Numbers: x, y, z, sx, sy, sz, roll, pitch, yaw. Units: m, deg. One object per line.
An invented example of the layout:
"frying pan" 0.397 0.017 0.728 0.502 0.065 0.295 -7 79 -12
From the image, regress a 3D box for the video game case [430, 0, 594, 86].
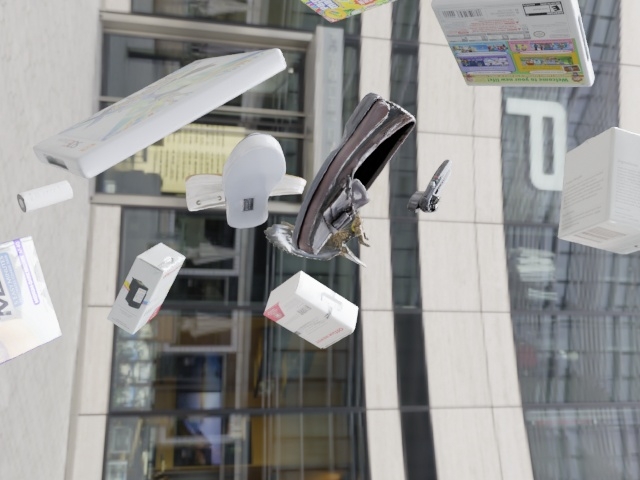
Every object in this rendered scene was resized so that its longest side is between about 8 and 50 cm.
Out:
"video game case" 0.299 -0.308 0.983 0.193 0.212 0.023 45 63 -48

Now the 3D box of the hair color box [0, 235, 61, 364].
"hair color box" -0.578 0.124 0.959 0.339 0.110 0.185 -29 108 -59

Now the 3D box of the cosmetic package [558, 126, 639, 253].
"cosmetic package" 0.559 -0.089 1.192 0.151 0.151 0.184 139 -37 -73

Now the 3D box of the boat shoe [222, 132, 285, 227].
"boat shoe" -0.115 -0.105 0.986 0.258 0.095 0.084 124 -41 -62

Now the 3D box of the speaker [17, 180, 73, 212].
"speaker" -0.759 -0.123 1.755 0.055 0.136 0.055 25 -53 38

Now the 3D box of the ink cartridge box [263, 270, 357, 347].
"ink cartridge box" -0.025 0.203 1.819 0.158 0.218 0.092 -36 -153 41

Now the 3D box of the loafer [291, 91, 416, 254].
"loafer" 0.057 -0.105 1.041 0.303 0.095 0.109 -62 163 -14

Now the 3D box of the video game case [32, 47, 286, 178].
"video game case" -0.255 -0.200 0.965 0.300 0.329 0.036 17 -43 55

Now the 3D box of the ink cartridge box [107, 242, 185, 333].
"ink cartridge box" -0.394 0.106 1.444 0.175 0.072 0.127 -60 178 17

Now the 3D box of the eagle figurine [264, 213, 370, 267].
"eagle figurine" -0.002 -0.009 2.022 0.225 0.298 0.226 -102 172 -46

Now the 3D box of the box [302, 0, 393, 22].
"box" 0.071 -0.635 1.360 0.290 0.279 0.177 1 80 -63

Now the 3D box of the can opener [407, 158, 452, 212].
"can opener" 0.274 -0.133 1.518 0.186 0.073 0.059 -53 157 -31

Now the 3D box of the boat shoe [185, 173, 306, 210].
"boat shoe" -0.169 -0.101 1.446 0.098 0.277 0.096 41 48 -81
